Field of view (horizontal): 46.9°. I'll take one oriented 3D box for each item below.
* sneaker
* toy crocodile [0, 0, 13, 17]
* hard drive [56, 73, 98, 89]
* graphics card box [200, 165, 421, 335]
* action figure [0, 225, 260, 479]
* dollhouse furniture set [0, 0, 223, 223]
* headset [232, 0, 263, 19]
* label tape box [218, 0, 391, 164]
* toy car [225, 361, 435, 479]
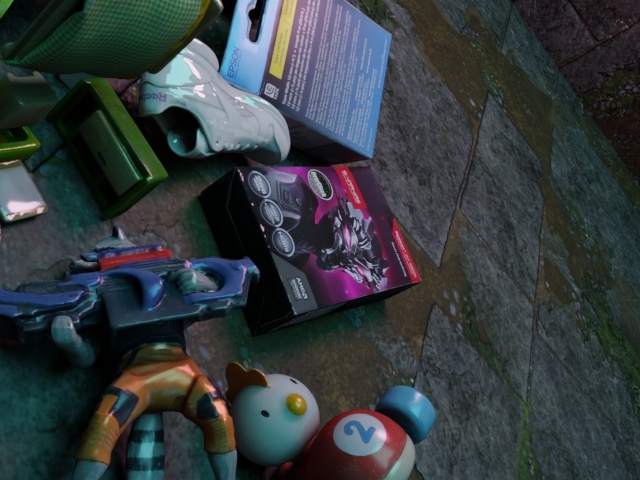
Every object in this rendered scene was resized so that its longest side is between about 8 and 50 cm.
[{"bbox_3d":[-0.156,-0.164,1.065,0.305,0.114,0.152,34,59,-51],"label":"sneaker"},{"bbox_3d":[-0.426,-0.230,0.801,0.115,0.105,0.341,34,49,-33],"label":"toy crocodile"},{"bbox_3d":[-0.231,-0.354,1.029,0.040,0.210,0.319,48,35,-33],"label":"hard drive"},{"bbox_3d":[0.000,0.000,1.175,0.371,0.094,0.233,-7,72,-53],"label":"graphics card box"},{"bbox_3d":[-0.231,0.136,0.782,0.341,0.178,0.330,-1,56,-19],"label":"action figure"},{"bbox_3d":[-0.230,-0.145,0.799,0.151,0.301,0.197,59,32,3],"label":"dollhouse furniture set"},{"bbox_3d":[-0.115,-0.493,1.384,0.394,0.185,0.243,21,45,-23],"label":"headset"},{"bbox_3d":[-0.040,-0.305,1.257,0.347,0.115,0.249,21,74,-41],"label":"label tape box"},{"bbox_3d":[-0.025,0.233,0.901,0.238,0.210,0.219,44,47,-1],"label":"toy car"}]
